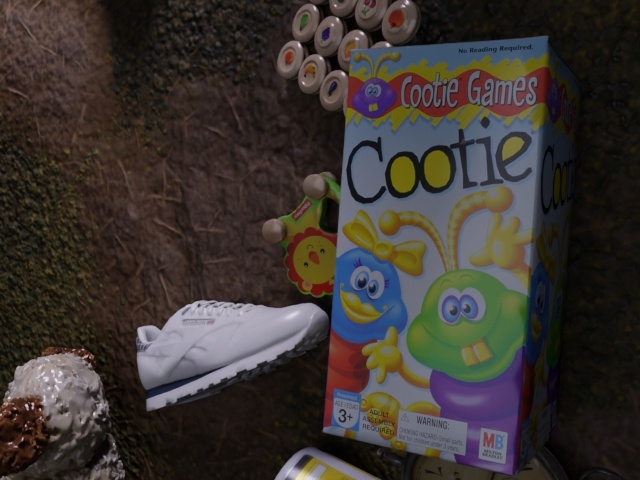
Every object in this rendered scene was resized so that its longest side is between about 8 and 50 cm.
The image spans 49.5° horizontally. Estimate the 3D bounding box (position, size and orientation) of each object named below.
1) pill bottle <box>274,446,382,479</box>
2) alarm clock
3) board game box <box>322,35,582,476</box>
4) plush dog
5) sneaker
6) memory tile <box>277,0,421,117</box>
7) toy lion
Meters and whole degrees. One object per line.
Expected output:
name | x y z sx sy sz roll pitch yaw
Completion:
pill bottle | 0.044 0.265 0.610 0.184 0.103 0.103 20 103 27
alarm clock | 0.146 0.206 0.544 0.192 0.129 0.064 -6 127 -1
board game box | 0.103 0.007 0.520 0.144 0.142 0.275 4 90 29
plush dog | -0.282 0.234 0.746 0.210 0.262 0.225 -2 105 -4
sneaker | -0.098 0.098 0.690 0.235 0.090 0.095 -24 73 27
memory tile | 0.018 -0.175 0.614 0.148 0.012 0.113 41 114 39
toy lion | 0.000 0.000 0.657 0.096 0.034 0.100 48 114 10
